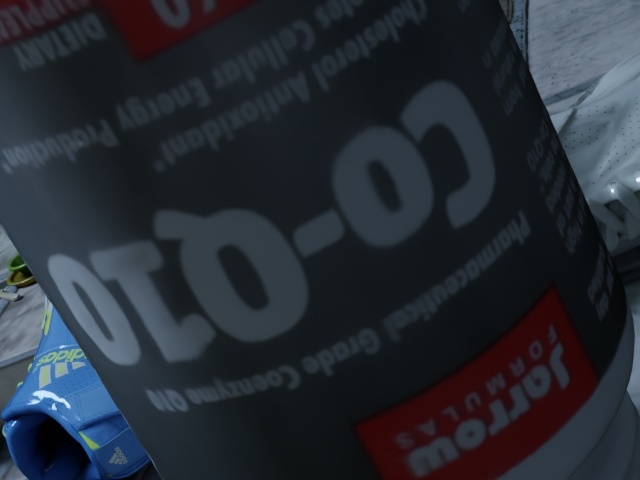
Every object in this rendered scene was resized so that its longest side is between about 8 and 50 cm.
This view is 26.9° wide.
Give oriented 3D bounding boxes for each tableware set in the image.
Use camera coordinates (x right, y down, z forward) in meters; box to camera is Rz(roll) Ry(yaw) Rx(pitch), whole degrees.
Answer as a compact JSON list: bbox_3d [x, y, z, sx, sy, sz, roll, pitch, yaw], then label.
[{"bbox_3d":[-0.209,-0.008,1.026,0.104,0.024,0.154,0,37,51],"label":"tableware set"}]

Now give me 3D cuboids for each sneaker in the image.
[{"bbox_3d":[-0.130,0.056,0.706,0.126,0.091,0.240,-38,25,-20],"label":"sneaker"},{"bbox_3d":[0.135,-0.024,0.595,0.212,0.080,0.094,-38,35,-24],"label":"sneaker"}]

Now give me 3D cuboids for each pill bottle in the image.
[{"bbox_3d":[0.000,0.000,0.415,0.161,0.283,0.161,-24,23,11],"label":"pill bottle"}]
